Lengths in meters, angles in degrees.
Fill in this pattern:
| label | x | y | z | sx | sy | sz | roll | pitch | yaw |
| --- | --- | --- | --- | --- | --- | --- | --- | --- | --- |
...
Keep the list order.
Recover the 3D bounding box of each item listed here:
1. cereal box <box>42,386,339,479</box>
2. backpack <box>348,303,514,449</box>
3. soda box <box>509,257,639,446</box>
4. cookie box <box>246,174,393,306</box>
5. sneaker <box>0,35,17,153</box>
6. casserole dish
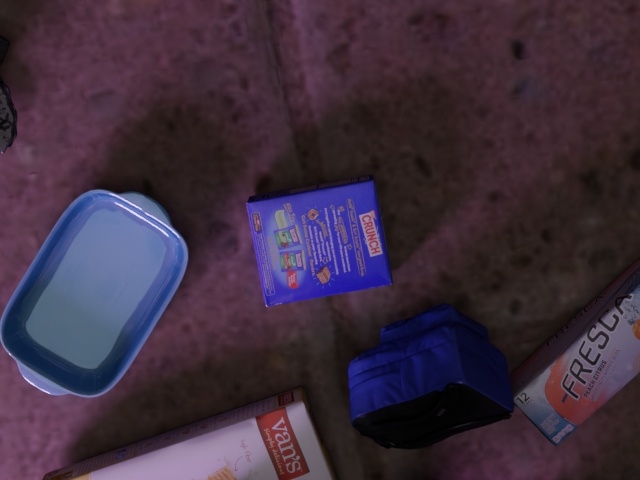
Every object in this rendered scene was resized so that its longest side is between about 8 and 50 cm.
| label | x | y | z | sx | sy | sz | roll | pitch | yaw |
| --- | --- | --- | --- | --- | --- | --- | --- | --- | --- |
| cereal box | -0.098 | 0.243 | 1.456 | 0.240 | 0.047 | 0.173 | -20 | 102 | 4 |
| backpack | 0.085 | 0.115 | 1.402 | 0.120 | 0.101 | 0.098 | -27 | 139 | 27 |
| soda box | 0.238 | 0.084 | 1.414 | 0.183 | 0.063 | 0.058 | -44 | 98 | 8 |
| cookie box | 0.000 | 0.000 | 1.410 | 0.107 | 0.040 | 0.092 | -9 | 101 | 3 |
| sneaker | -0.318 | -0.140 | 1.380 | 0.170 | 0.051 | 0.089 | 20 | 96 | -7 |
| casserole dish | -0.187 | 0.041 | 1.423 | 0.114 | 0.037 | 0.188 | 31 | 99 | -5 |
